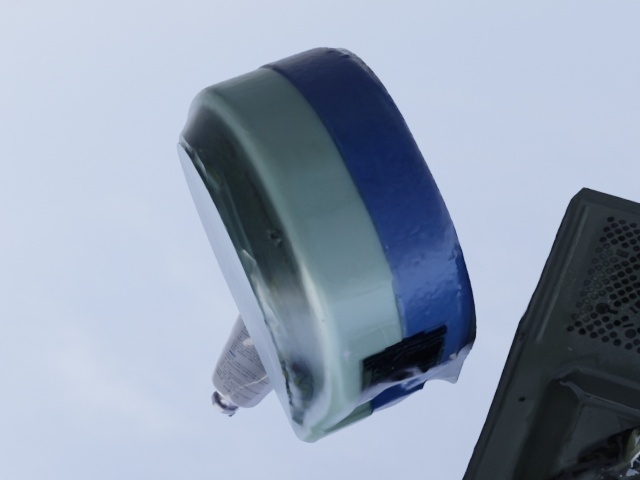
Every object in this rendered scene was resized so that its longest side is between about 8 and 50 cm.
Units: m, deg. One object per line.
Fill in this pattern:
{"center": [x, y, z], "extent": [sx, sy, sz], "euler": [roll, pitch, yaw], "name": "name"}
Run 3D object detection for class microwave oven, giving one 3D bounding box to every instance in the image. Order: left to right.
{"center": [0.218, 0.237, 0.847], "extent": [0.236, 0.374, 0.432], "euler": [18, -115, 17], "name": "microwave oven"}

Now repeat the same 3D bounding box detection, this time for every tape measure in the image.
{"center": [-0.001, 0.001, 0.854], "extent": [0.138, 0.259, 0.262], "euler": [-25, 169, -9], "name": "tape measure"}

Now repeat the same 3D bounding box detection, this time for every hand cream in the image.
{"center": [-0.061, 0.113, 1.140], "extent": [0.084, 0.142, 0.053], "euler": [37, -150, 3], "name": "hand cream"}
